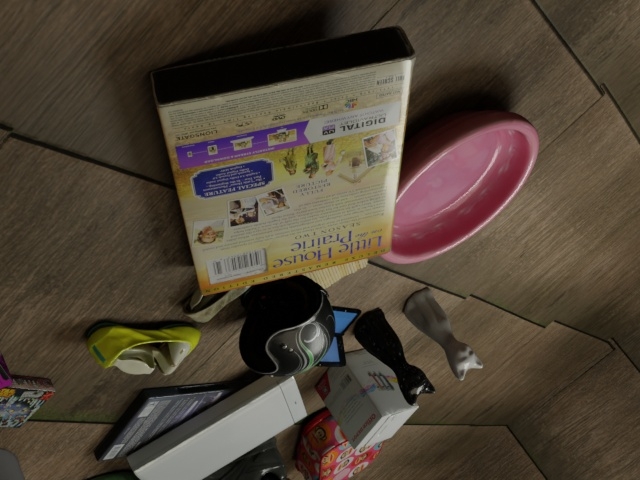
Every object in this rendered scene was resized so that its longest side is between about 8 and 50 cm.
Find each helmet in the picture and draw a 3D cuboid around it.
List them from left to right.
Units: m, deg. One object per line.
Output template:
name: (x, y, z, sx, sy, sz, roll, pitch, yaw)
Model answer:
helmet: (-0.058, 0.152, 1.443, 0.169, 0.169, 0.162, -24, 140, -20)

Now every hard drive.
hard drive: (-0.199, 0.398, 1.726, 0.353, 0.047, 0.233, -29, 150, -10)

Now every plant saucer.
plant saucer: (0.214, -0.099, 1.430, 0.332, 0.084, 0.332, -25, 150, -16)

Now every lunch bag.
lunch bag: (0.074, 0.511, 2.152, 0.258, 0.120, 0.293, -22, 148, -24)

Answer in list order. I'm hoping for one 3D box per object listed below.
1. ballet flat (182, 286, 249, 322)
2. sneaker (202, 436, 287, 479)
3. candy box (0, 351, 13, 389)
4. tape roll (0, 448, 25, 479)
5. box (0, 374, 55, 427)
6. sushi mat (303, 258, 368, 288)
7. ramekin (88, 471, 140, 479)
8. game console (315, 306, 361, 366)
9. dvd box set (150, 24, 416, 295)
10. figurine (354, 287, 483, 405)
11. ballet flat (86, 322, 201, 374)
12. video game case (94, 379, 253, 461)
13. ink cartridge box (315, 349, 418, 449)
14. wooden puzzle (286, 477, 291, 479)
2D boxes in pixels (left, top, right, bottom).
ballet flat: (-0.153, 0.071, 1.331, 0.168, 0.057, 0.052, -45, 140, 17)
sneaker: (-0.206, 0.547, 1.906, 0.286, 0.130, 0.109, -23, 151, -19)
candy box: (-0.535, 0.179, 1.073, 0.233, 0.071, 0.159, -26, 150, -17)
tape roll: (-0.598, 0.437, 1.392, 0.219, 0.072, 0.219, -26, 150, -16)
box: (-0.481, 0.241, 1.266, 0.094, 0.027, 0.137, -44, 150, 14)
sushi mat: (0.000, 0.000, 1.421, 0.151, 0.019, 0.316, -31, 151, -6)
ramekin: (-0.452, 0.606, 1.714, 0.303, 0.148, 0.303, -26, 150, -17)
game console: (0.032, 0.196, 1.695, 0.071, 0.107, 0.122, -18, 162, 33)
dvd box set: (-0.042, -0.086, 1.133, 0.307, 0.062, 0.420, -13, 147, -8)
figurine: (0.214, 0.226, 1.782, 0.214, 0.209, 0.092, -21, 148, -25)
ballet flat: (-0.269, 0.178, 1.343, 0.077, 0.077, 0.231, -48, 149, 21)
video game case: (-0.278, 0.348, 1.642, 0.274, 0.026, 0.196, 5, 132, -51)
ink cartridge box: (0.102, 0.351, 1.885, 0.127, 0.176, 0.128, -4, 139, -43)
wooden puzzle: (-0.250, 0.696, 2.131, 0.322, 0.080, 0.348, -37, 151, 4)
